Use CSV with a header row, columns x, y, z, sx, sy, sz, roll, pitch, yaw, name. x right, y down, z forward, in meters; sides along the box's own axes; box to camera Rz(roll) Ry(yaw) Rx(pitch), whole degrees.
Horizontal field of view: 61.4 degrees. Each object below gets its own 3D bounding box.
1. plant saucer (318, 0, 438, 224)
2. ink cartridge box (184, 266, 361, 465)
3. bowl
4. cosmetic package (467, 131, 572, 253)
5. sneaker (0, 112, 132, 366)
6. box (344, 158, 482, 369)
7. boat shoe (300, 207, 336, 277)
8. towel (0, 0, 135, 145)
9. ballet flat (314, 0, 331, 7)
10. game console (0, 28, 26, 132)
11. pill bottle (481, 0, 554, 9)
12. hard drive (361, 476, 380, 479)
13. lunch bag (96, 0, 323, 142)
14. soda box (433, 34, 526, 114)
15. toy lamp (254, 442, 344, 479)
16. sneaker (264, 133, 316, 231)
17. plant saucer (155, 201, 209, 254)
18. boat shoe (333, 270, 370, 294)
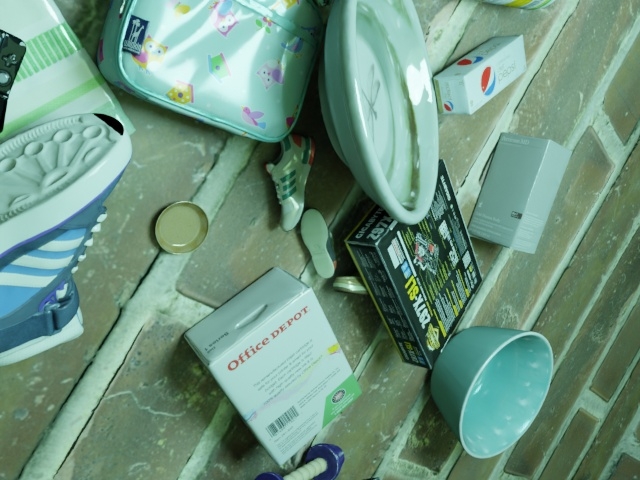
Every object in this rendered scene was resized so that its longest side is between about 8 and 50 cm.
x,y,z,sx,sy,sz,roll,pitch,yaw,name
0.085,-0.220,0.833,0.400,0.100,0.400,20,67,-62,plant saucer
-0.073,0.216,0.932,0.201,0.117,0.278,-37,125,-19,ink cartridge box
0.377,0.325,1.260,0.311,0.163,0.311,-13,114,-32,bowl
0.427,-0.103,1.163,0.107,0.127,0.238,8,100,-37,cosmetic package
-0.336,0.017,0.669,0.323,0.130,0.236,-46,154,-18,sneaker
0.195,0.043,1.038,0.257,0.079,0.322,-49,127,-30,box
0.000,0.000,0.954,0.043,0.049,0.137,-65,144,-57,boat shoe
-0.399,-0.201,0.603,0.248,0.038,0.325,-38,124,-19,towel
-0.013,-0.405,0.748,0.070,0.070,0.188,21,59,-38,ballet flat
-0.380,-0.185,0.556,0.122,0.071,0.107,21,94,-40,game console
0.311,-0.485,0.934,0.246,0.136,0.136,-8,111,-33,pill bottle
-0.056,0.502,0.942,0.237,0.339,0.064,-10,69,-31,hard drive
-0.138,-0.269,0.716,0.279,0.108,0.224,16,97,-38,lunch bag
0.302,-0.313,1.011,0.216,0.069,0.074,-39,125,-32,soda box
-0.030,0.440,1.020,0.275,0.080,0.080,18,96,-62,toy lamp
-0.060,-0.097,0.876,0.075,0.057,0.161,10,103,-20,sneaker
-0.210,-0.020,0.815,0.083,0.015,0.083,-12,114,-30,plant saucer
0.097,0.067,1.039,0.190,0.068,0.072,4,91,-47,boat shoe
